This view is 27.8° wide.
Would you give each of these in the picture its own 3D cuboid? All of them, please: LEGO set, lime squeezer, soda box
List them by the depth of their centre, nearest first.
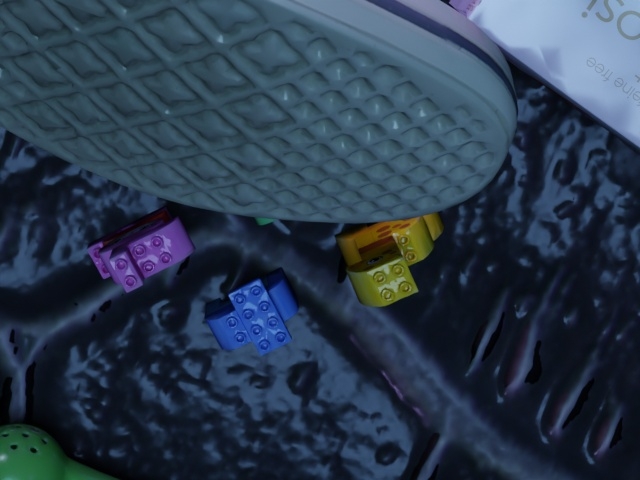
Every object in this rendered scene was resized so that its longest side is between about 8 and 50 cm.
[{"bbox_3d":[0.000,0.000,0.652,0.227,0.093,0.087,-26,104,3],"label":"LEGO set"},{"bbox_3d":[0.173,-0.081,0.657,0.216,0.069,0.074,33,99,-11],"label":"soda box"},{"bbox_3d":[-0.193,0.155,0.707,0.310,0.059,0.110,-15,134,-2],"label":"lime squeezer"}]

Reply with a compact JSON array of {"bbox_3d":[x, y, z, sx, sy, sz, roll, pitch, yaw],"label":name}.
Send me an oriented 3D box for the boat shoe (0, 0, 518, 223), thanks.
[{"bbox_3d":[-0.143,-0.153,0.549,0.500,0.187,0.156,22,60,0],"label":"boat shoe"}]
